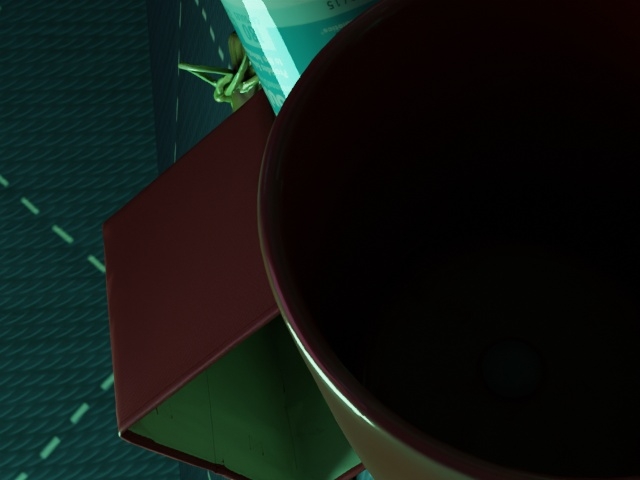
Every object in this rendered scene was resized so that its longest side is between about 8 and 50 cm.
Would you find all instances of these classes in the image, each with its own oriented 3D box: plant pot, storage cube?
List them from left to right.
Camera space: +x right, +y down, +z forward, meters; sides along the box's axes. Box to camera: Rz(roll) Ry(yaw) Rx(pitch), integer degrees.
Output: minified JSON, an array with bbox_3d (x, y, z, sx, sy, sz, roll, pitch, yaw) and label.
[{"bbox_3d":[-0.022,0.043,1.086,0.215,0.184,0.193,-38,43,27],"label":"storage cube"},{"bbox_3d":[0.110,0.033,0.760,0.243,0.275,0.275,90,173,-65],"label":"plant pot"}]

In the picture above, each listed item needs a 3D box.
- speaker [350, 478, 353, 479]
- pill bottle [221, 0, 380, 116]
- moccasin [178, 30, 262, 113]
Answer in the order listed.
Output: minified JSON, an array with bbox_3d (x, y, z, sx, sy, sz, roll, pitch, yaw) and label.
[{"bbox_3d":[-0.032,0.258,1.631,0.131,0.131,0.296,-148,58,-74],"label":"speaker"},{"bbox_3d":[0.043,-0.097,0.915,0.146,0.146,0.264,-113,-2,-57],"label":"pill bottle"},{"bbox_3d":[-0.018,-0.133,1.193,0.380,0.147,0.139,-60,-8,27],"label":"moccasin"}]
